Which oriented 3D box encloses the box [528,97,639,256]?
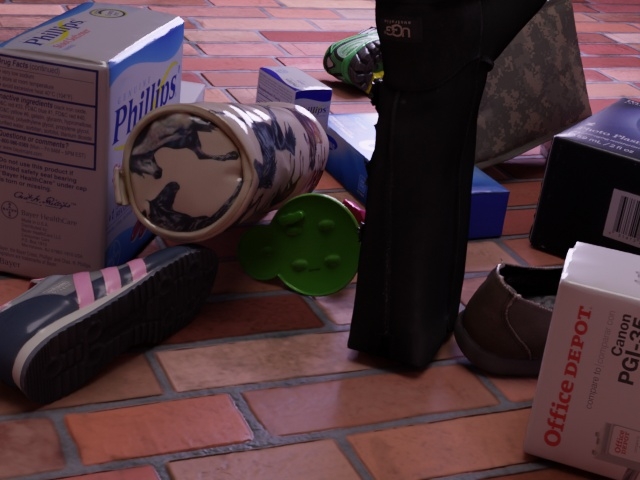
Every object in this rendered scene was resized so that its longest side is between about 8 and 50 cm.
[{"bbox_3d":[0.508,-0.068,1.670,0.296,0.183,0.294,21,27,26],"label":"box"}]

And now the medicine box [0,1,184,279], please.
[{"bbox_3d":[-0.288,-0.127,1.438,0.149,0.289,0.263,11,25,9],"label":"medicine box"}]

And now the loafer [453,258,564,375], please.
[{"bbox_3d":[0.343,0.081,1.333,0.366,0.130,0.134,-4,42,-16],"label":"loafer"}]

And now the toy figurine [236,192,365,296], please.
[{"bbox_3d":[0.000,0.000,1.502,0.173,0.130,0.159,-10,3,22],"label":"toy figurine"}]

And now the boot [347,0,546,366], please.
[{"bbox_3d":[0.160,-0.113,1.361,0.146,0.445,0.367,12,21,33],"label":"boot"}]

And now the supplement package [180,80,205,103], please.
[{"bbox_3d":[-0.249,-0.178,1.784,0.105,0.105,0.179,8,25,2],"label":"supplement package"}]

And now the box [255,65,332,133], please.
[{"bbox_3d":[-0.048,-0.197,1.841,0.072,0.137,0.126,-7,28,-31],"label":"box"}]

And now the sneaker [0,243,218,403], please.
[{"bbox_3d":[-0.245,0.061,1.258,0.131,0.112,0.319,24,28,26],"label":"sneaker"}]

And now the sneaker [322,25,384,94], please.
[{"bbox_3d":[0.148,-0.394,2.330,0.146,0.134,0.343,27,32,38],"label":"sneaker"}]

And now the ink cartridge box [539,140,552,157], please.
[{"bbox_3d":[0.469,-0.165,2.014,0.135,0.056,0.099,0,26,-17],"label":"ink cartridge box"}]

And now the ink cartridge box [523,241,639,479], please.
[{"bbox_3d":[0.361,0.142,1.138,0.283,0.207,0.117,14,24,15],"label":"ink cartridge box"}]

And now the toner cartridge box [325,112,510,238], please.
[{"bbox_3d":[0.128,-0.105,1.768,0.165,0.075,0.348,-4,27,-25],"label":"toner cartridge box"}]

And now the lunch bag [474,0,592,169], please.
[{"bbox_3d":[0.287,-0.262,1.904,0.287,0.235,0.169,-24,20,-26],"label":"lunch bag"}]

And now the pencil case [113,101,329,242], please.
[{"bbox_3d":[-0.118,-0.097,1.464,0.183,0.160,0.410,-19,3,15],"label":"pencil case"}]
